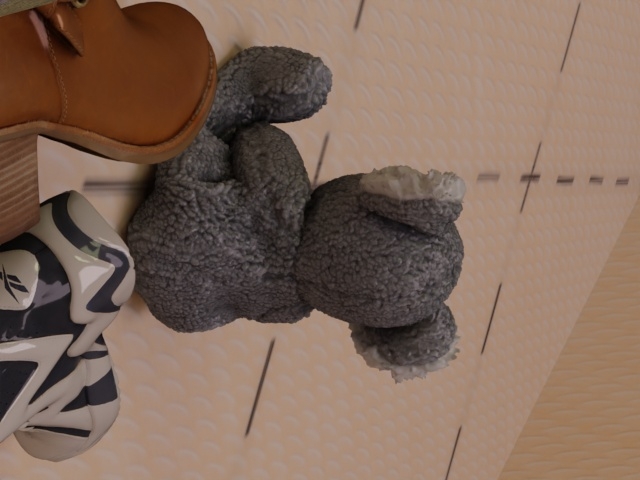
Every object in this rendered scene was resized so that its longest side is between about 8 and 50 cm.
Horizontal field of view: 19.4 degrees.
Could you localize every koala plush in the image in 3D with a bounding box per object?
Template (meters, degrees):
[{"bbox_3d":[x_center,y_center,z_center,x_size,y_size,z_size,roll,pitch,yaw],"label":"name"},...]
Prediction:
[{"bbox_3d":[0.000,0.000,1.309,0.203,0.221,0.196,-47,149,-50],"label":"koala plush"}]

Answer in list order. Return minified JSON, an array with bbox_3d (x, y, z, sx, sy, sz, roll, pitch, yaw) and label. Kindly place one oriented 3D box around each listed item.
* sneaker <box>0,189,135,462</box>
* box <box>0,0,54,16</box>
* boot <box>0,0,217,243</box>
[{"bbox_3d":[-0.194,0.084,1.081,0.153,0.094,0.235,-32,164,-30],"label":"sneaker"},{"bbox_3d":[-0.145,-0.197,0.718,0.213,0.117,0.243,67,18,-7],"label":"box"},{"bbox_3d":[-0.145,-0.142,1.012,0.283,0.109,0.220,-35,135,-48],"label":"boot"}]
